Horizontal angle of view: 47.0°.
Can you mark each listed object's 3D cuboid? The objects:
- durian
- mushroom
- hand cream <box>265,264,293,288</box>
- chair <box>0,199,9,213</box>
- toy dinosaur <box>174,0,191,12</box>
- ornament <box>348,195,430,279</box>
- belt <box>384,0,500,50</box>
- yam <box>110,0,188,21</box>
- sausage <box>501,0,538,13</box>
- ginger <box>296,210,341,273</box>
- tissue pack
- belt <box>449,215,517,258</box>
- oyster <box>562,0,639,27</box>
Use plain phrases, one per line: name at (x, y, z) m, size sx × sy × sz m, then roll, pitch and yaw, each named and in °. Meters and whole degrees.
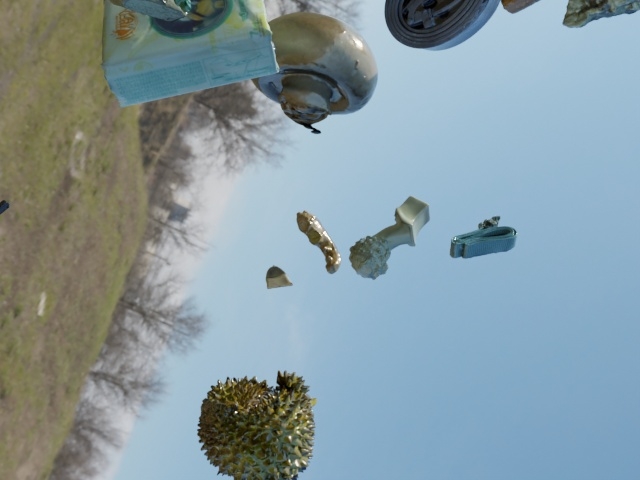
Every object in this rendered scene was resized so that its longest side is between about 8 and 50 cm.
durian at (-0.123, 0.384, 1.507) m, size 0.258 × 0.258 × 0.293 m, roll -62°, pitch 179°, yaw 9°
mushroom at (-0.028, -0.436, 1.978) m, size 0.362 × 0.362 × 0.295 m, roll 161°, pitch -56°, yaw -69°
hand cream at (-0.097, 0.087, 1.646) m, size 0.165 × 0.057 × 0.037 m, roll -130°, pitch -148°, yaw -77°
chair at (-0.484, -0.004, 0.859) m, size 0.212 × 0.084 × 0.101 m, roll -47°, pitch 161°, yaw -10°
toy dinosaur at (-0.274, -0.513, 1.292) m, size 0.094 × 0.153 × 0.259 m, roll -27°, pitch -122°, yaw 21°
ornament at (0.203, -0.007, 2.108) m, size 0.285 × 0.130 × 0.120 m, roll -44°, pitch -128°, yaw -2°
belt at (0.195, -0.381, 1.148) m, size 0.190 × 0.141 × 0.082 m, roll -35°, pitch 174°, yaw 30°
yam at (-0.373, -0.502, 1.431) m, size 0.106 × 0.259 × 0.106 m, roll -18°, pitch -127°, yaw 25°
sausage at (0.618, -0.708, 2.002) m, size 0.270 × 0.109 × 0.109 m, roll -11°, pitch -127°, yaw 47°
ginger at (0.002, 0.001, 1.697) m, size 0.051 × 0.069 × 0.173 m, roll -44°, pitch -114°, yaw 17°
tissue pack at (-0.312, -0.489, 1.754) m, size 0.162 × 0.387 × 0.287 m, roll 78°, pitch -1°, yaw -51°
belt at (0.388, -0.004, 1.800) m, size 0.100 × 0.179 × 0.065 m, roll -128°, pitch -146°, yaw -51°
oyster at (0.532, -0.411, 1.153) m, size 0.199 × 0.252 × 0.087 m, roll 100°, pitch -9°, yaw -75°
